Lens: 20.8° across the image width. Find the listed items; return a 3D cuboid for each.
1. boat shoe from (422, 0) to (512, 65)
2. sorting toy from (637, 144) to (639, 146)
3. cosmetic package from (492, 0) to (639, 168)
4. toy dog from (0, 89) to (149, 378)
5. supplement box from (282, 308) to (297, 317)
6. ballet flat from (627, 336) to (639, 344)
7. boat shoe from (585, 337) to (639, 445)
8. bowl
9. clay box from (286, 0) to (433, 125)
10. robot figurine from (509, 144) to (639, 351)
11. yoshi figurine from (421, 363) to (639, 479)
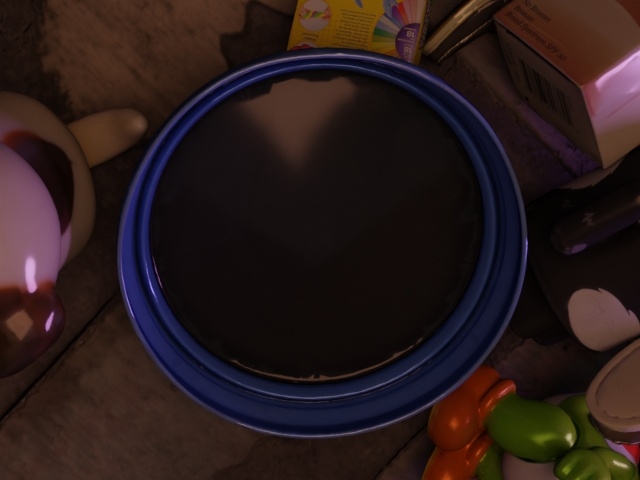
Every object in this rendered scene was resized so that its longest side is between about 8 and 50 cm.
[{"bbox_3d":[0.202,-0.242,1.763,0.223,0.080,0.073,-39,96,-6],"label":"boat shoe"},{"bbox_3d":[0.471,-0.173,1.812,0.366,0.127,0.126,-1,74,-6],"label":"sorting toy"},{"bbox_3d":[0.337,-0.228,1.715,0.296,0.153,0.129,-37,139,-10],"label":"cosmetic package"},{"bbox_3d":[-0.328,0.005,1.554,0.395,0.408,0.284,-14,100,-6],"label":"toy dog"},{"bbox_3d":[0.030,-0.041,1.768,0.239,0.073,0.130,-31,100,-4],"label":"supplement box"},{"bbox_3d":[0.400,0.054,1.844,0.188,0.070,0.070,-32,101,1],"label":"ballet flat"},{"bbox_3d":[0.407,0.127,1.713,0.324,0.116,0.096,-25,137,-15],"label":"boat shoe"},{"bbox_3d":[0.000,0.000,1.674,0.391,0.077,0.391,-2,110,-6],"label":"bowl"},{"bbox_3d":[0.043,-0.227,1.721,0.127,0.053,0.222,12,87,11],"label":"clay box"},{"bbox_3d":[0.308,0.001,1.734,0.278,0.209,0.173,-28,107,21],"label":"robot figurine"},{"bbox_3d":[0.267,0.279,1.717,0.362,0.203,0.203,23,102,17],"label":"yoshi figurine"}]
